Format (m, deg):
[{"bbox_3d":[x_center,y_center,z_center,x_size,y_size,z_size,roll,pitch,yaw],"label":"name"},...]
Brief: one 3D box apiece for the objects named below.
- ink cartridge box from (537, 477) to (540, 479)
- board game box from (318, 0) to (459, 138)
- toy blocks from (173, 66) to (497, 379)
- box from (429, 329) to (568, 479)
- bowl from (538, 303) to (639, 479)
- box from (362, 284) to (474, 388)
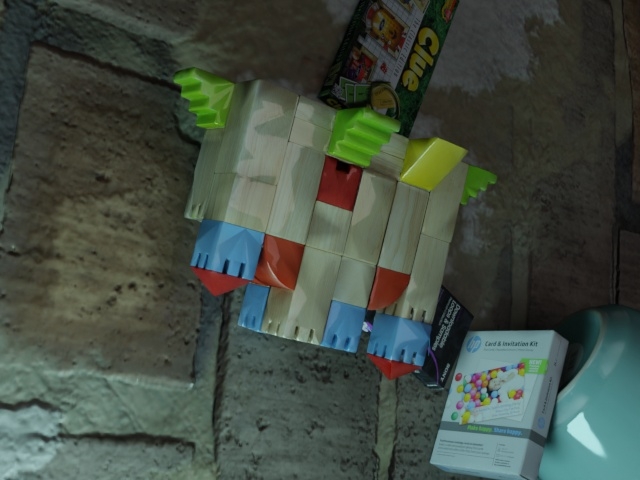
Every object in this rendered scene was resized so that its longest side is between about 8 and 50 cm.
[{"bbox_3d":[0.312,0.418,1.204,0.189,0.066,0.232,42,39,-28],"label":"ink cartridge box"},{"bbox_3d":[0.095,-0.252,1.117,0.136,0.030,0.259,36,64,-32],"label":"board game box"},{"bbox_3d":[0.000,0.000,0.933,0.381,0.191,0.260,17,84,-33],"label":"toy blocks"},{"bbox_3d":[0.225,0.205,1.088,0.038,0.145,0.186,35,65,-31],"label":"box"},{"bbox_3d":[0.369,0.204,1.135,0.163,0.311,0.311,40,60,-6],"label":"bowl"},{"bbox_3d":[0.121,0.098,1.093,0.162,0.029,0.116,43,60,-28],"label":"box"}]
